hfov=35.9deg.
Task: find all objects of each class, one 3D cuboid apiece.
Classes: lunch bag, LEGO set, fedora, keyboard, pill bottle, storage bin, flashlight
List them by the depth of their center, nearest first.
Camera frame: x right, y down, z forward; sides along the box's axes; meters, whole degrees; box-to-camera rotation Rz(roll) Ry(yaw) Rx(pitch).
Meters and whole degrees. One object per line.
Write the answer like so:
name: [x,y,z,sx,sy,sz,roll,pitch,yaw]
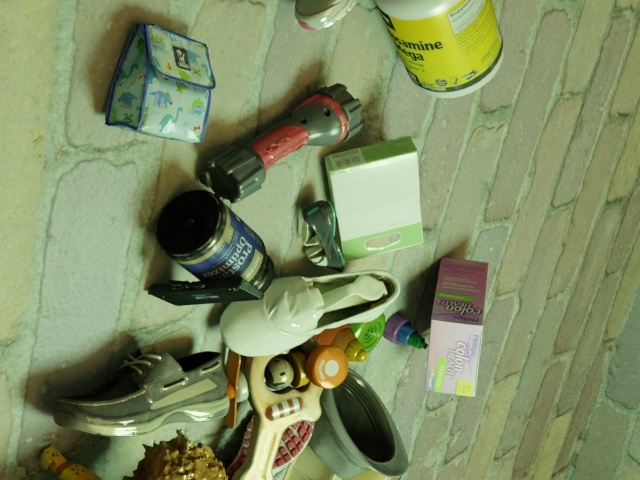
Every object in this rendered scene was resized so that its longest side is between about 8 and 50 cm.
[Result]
lunch bag: [-0.222,-0.223,1.408,0.129,0.096,0.151,9,92,-52]
LEGO set: [-0.430,0.387,1.559,0.087,0.093,0.227,-53,166,22]
keyboard: [-0.191,0.078,1.590,0.108,0.180,0.023,33,55,-56]
pill bottle: [-0.163,0.016,1.620,0.123,0.123,0.219,-56,146,-8]
flashlight: [-0.055,-0.160,1.647,0.304,0.103,0.103,-38,174,-38]
pill bottle: [0.200,-0.417,1.735,0.188,0.188,0.334,-53,145,-12]
fedora: [0.054,0.406,2.096,0.124,0.275,0.244,-38,162,24]
storage bin: [0.025,0.588,2.275,0.262,0.123,0.260,7,107,-55]

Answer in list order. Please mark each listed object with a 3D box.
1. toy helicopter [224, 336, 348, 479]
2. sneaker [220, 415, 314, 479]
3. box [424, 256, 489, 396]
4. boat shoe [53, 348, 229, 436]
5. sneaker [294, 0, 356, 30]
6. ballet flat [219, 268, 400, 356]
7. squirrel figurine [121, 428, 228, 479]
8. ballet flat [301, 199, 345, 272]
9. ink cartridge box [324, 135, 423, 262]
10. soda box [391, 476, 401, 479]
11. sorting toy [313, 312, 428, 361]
toy helicopter: [-0.107,0.332,1.891,0.235,0.140,0.355,18,84,-32]
sneaker: [-0.129,0.443,1.997,0.299,0.121,0.112,-49,173,-19]
box: [0.318,0.198,2.297,0.243,0.117,0.213,-73,166,-54]
boat shoe: [-0.292,0.241,1.633,0.355,0.132,0.130,2,90,-56]
sneaker: [0.016,-0.456,1.556,0.111,0.103,0.252,27,84,-52]
ballet flat: [-0.006,0.114,1.849,0.400,0.139,0.139,-10,121,-41]
squirrel figurine: [-0.230,0.523,1.646,0.370,0.281,0.397,-14,128,-26]
ballet flat: [0.000,0.000,1.884,0.074,0.074,0.203,-46,149,-23]
ink cartridge box: [0.107,-0.076,1.899,0.171,0.056,0.235,-14,134,-5]
soda box: [0.155,0.570,2.495,0.060,0.053,0.169,-51,145,-15]
sorting toy: [0.119,0.219,2.136,0.365,0.126,0.127,3,110,-53]
